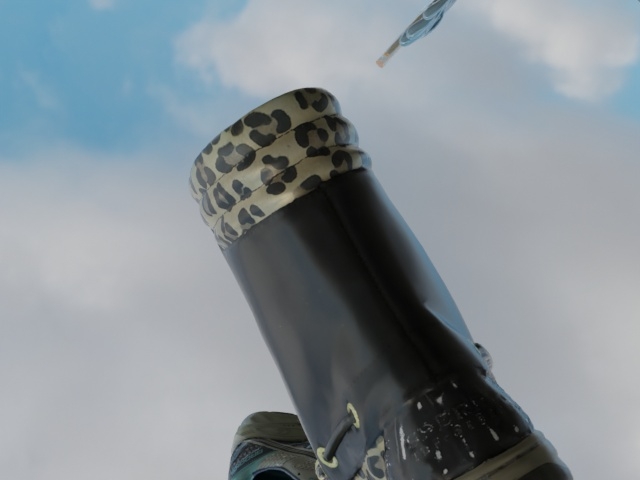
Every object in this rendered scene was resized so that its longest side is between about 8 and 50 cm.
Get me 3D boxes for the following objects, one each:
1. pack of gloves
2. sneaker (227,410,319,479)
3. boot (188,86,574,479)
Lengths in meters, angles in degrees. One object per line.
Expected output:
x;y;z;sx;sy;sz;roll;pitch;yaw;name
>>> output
0.159;-0.265;1.098;0.046;0.232;0.195;41;178;-6;pack of gloves
0.024;0.278;1.267;0.283;0.110;0.122;-5;-148;17;sneaker
0.013;0.043;0.475;0.085;0.236;0.178;-28;-97;-12;boot
